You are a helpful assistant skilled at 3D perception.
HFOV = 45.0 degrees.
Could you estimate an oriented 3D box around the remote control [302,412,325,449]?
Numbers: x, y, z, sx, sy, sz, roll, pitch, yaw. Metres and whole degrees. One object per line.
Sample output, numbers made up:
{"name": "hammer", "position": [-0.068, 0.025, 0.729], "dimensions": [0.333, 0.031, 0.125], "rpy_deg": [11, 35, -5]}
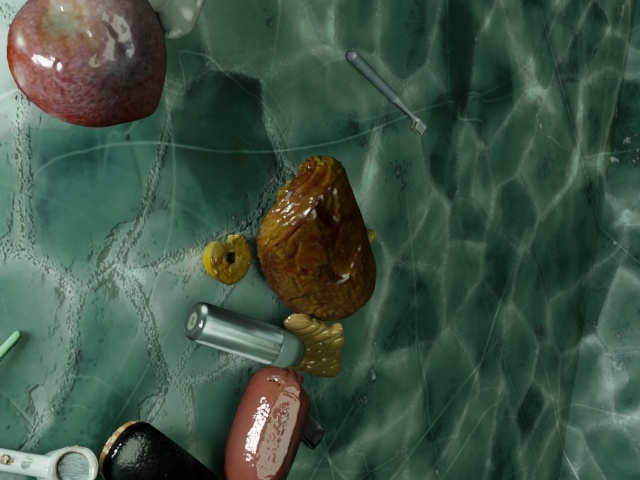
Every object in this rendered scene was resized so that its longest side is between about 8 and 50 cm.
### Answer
{"name": "remote control", "position": [-0.050, 0.393, 1.730], "dimensions": [0.059, 0.028, 0.212], "rpy_deg": [-56, 132, -28]}

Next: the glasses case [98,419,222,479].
{"name": "glasses case", "position": [-0.284, 0.447, 1.438], "dimensions": [0.122, 0.082, 0.321], "rpy_deg": [-54, 133, -20]}

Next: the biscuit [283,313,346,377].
{"name": "biscuit", "position": [-0.014, 0.238, 1.688], "dimensions": [0.162, 0.035, 0.250], "rpy_deg": [-27, 137, 7]}

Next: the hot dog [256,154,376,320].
{"name": "hot dog", "position": [0.000, 0.000, 1.632], "dimensions": [0.267, 0.174, 0.388], "rpy_deg": [-51, 141, -28]}

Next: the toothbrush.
{"name": "toothbrush", "position": [0.165, -0.354, 1.867], "dimensions": [0.342, 0.025, 0.030], "rpy_deg": [37, 71, -45]}

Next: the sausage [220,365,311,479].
{"name": "sausage", "position": [-0.110, 0.392, 1.576], "dimensions": [0.152, 0.152, 0.280], "rpy_deg": [29, 75, -46]}

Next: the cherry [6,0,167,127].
{"name": "cherry", "position": [-0.350, -0.286, 1.188], "dimensions": [0.239, 0.206, 0.239], "rpy_deg": [-54, 171, -12]}

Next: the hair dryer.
{"name": "hair dryer", "position": [-0.481, 0.349, 1.204], "dimensions": [0.236, 0.131, 0.073], "rpy_deg": [17, 66, -29]}

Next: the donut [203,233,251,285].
{"name": "donut", "position": [-0.185, 0.038, 1.520], "dimensions": [0.108, 0.043, 0.097], "rpy_deg": [-14, 105, -47]}

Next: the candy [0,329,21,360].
{"name": "candy", "position": [-0.557, 0.256, 1.133], "dimensions": [0.336, 0.093, 0.092], "rpy_deg": [-56, 175, -38]}

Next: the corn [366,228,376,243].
{"name": "corn", "position": [0.099, 0.004, 1.835], "dimensions": [0.092, 0.037, 0.037], "rpy_deg": [-42, 124, -35]}

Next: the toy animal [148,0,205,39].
{"name": "toy animal", "position": [-0.287, -0.414, 1.294], "dimensions": [0.181, 0.131, 0.127], "rpy_deg": [27, 54, -36]}

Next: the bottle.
{"name": "bottle", "position": [-0.146, 0.186, 1.527], "dimensions": [0.253, 0.096, 0.079], "rpy_deg": [23, 120, -31]}
